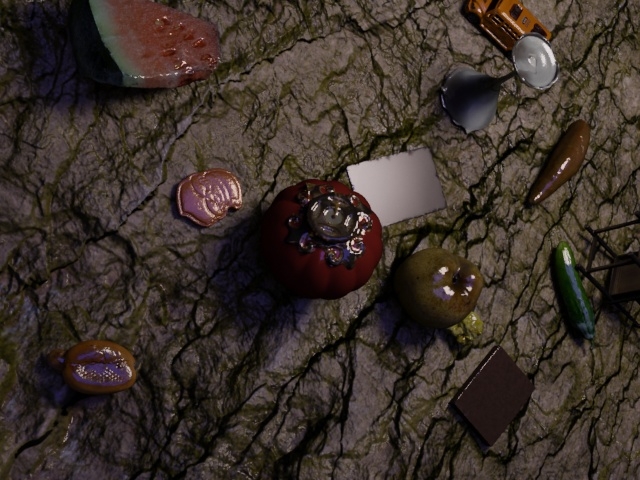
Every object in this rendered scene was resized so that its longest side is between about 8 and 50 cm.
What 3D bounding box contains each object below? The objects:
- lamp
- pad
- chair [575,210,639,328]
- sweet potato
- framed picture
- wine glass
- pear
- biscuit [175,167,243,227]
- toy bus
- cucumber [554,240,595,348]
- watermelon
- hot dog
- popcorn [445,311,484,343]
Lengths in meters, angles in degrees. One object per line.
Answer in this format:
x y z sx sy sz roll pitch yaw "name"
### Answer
0.000 0.000 1.383 0.226 0.227 0.227 4 80 -24 "lamp"
0.161 -0.109 1.582 0.211 0.003 0.143 -16 88 -26 "pad"
0.714 0.075 1.713 0.260 0.154 0.141 40 55 -24 "chair"
0.549 -0.166 1.735 0.077 0.077 0.244 38 72 -15 "sweet potato"
0.360 0.322 1.591 0.168 0.023 0.128 -45 100 -24 "framed picture"
0.375 -0.331 1.591 0.156 0.232 0.156 5 79 -24 "wine glass"
0.231 0.092 1.507 0.167 0.136 0.167 7 74 -26 "pear"
-0.204 -0.081 1.401 0.130 0.019 0.102 -25 91 -25 "biscuit"
0.422 -0.493 1.719 0.194 0.088 0.083 38 69 -15 "toy bus"
0.565 0.124 1.702 0.056 0.056 0.250 -16 85 -26 "cucumber"
-0.296 -0.342 1.355 0.256 0.140 0.193 -9 80 -35 "watermelon"
-0.375 0.209 1.256 0.140 0.060 0.090 3 76 -31 "hot dog"
0.295 0.175 1.569 0.083 0.059 0.068 5 108 -1 "popcorn"
